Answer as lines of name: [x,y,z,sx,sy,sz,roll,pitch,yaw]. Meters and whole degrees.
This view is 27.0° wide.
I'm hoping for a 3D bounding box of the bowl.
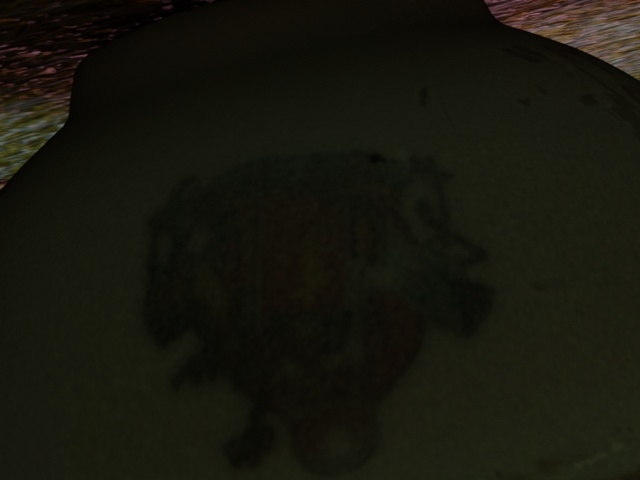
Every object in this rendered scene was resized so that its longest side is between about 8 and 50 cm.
bowl: [0.000,0.000,0.587,0.435,0.196,0.435,-14,179,0]
